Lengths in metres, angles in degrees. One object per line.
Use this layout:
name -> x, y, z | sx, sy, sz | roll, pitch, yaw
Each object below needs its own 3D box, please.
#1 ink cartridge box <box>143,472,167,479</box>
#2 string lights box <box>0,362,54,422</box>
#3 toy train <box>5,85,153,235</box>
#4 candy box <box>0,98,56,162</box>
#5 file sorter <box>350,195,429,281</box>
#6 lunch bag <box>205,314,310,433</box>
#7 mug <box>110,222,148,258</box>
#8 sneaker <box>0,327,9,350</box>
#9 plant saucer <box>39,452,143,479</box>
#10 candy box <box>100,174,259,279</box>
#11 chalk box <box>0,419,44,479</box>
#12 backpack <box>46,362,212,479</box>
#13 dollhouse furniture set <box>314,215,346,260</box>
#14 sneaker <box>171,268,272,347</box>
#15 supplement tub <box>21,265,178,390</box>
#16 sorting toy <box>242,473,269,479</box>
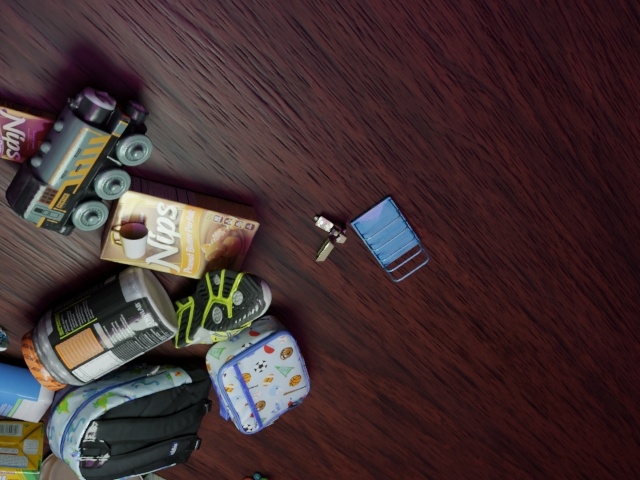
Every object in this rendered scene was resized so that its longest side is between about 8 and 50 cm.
ink cartridge box -> -0.418, 0.749, 2.095 | 0.062, 0.109, 0.209 | -43, 122, 10
string lights box -> -0.773, 0.348, 1.751 | 0.260, 0.076, 0.133 | 20, 136, -26
toy train -> -0.488, -0.157, 1.515 | 0.190, 0.142, 0.334 | 20, 113, -50
candy box -> -0.644, -0.227, 1.505 | 0.187, 0.053, 0.109 | 13, 114, -25
file sorter -> 0.178, 0.001, 1.853 | 0.118, 0.104, 0.170 | -35, 123, 5
lunch bag -> -0.159, 0.353, 1.901 | 0.243, 0.115, 0.303 | -31, 132, -20
mug -> -0.407, 0.001, 1.607 | 0.062, 0.078, 0.064 | -28, 140, -37
sneaker -> -0.817, 0.227, 1.708 | 0.191, 0.071, 0.082 | 18, 119, -16
plant saucer -> -0.601, 0.668, 1.976 | 0.311, 0.050, 0.310 | 1, 106, 5
candy box -> -0.322, -0.019, 1.698 | 0.317, 0.087, 0.182 | 14, 115, -24
chalk box -> -0.808, 0.615, 1.859 | 0.180, 0.179, 0.288 | 9, 115, -21
backpack -> -0.474, 0.442, 1.799 | 0.356, 0.274, 0.290 | -19, 130, -60
dollhouse furniture set -> 0.000, 0.000, 1.821 | 0.081, 0.091, 0.114 | 30, 110, -13
sneaker -> -0.216, 0.152, 1.733 | 0.147, 0.145, 0.385 | -1, 165, -38
supplement tub -> -0.505, 0.205, 1.709 | 0.316, 0.193, 0.193 | -28, 123, 0
sorting toy -> -0.183, 0.717, 2.180 | 0.102, 0.061, 0.042 | 1, 158, 21
